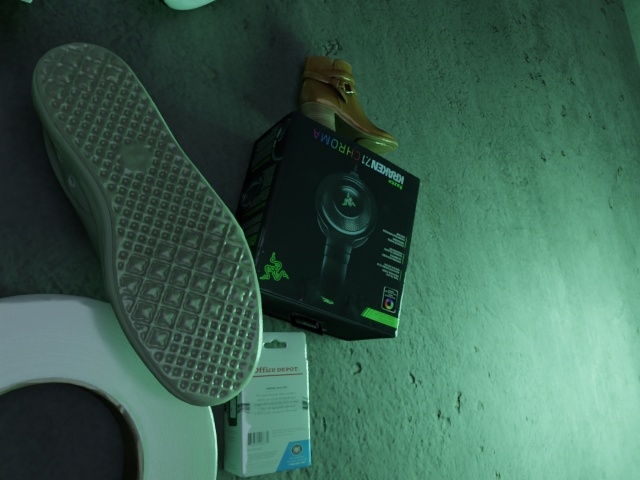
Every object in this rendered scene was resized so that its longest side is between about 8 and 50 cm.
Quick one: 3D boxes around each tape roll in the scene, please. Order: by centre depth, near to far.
[{"bbox_3d":[-0.303,0.252,0.552,0.392,0.072,0.392,9,73,-32],"label":"tape roll"}]

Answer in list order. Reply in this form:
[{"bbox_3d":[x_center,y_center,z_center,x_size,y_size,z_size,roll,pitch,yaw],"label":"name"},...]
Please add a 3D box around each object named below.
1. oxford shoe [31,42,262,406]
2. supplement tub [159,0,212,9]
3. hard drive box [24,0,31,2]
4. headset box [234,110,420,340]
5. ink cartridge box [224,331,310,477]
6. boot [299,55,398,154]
[{"bbox_3d":[-0.206,-0.018,0.626,0.169,0.130,0.449,-26,84,-31],"label":"oxford shoe"},{"bbox_3d":[-0.224,-0.511,0.720,0.193,0.193,0.316,-37,100,-34],"label":"supplement tub"},{"bbox_3d":[-0.425,-0.345,0.548,0.232,0.181,0.089,10,112,-31],"label":"hard drive box"},{"bbox_3d":[0.000,0.000,0.777,0.246,0.131,0.283,24,67,-26],"label":"headset box"},{"bbox_3d":[-0.074,0.218,0.716,0.104,0.060,0.180,6,75,-31],"label":"ink cartridge box"},{"bbox_3d":[0.054,-0.236,0.910,0.197,0.073,0.152,10,69,-34],"label":"boot"}]
